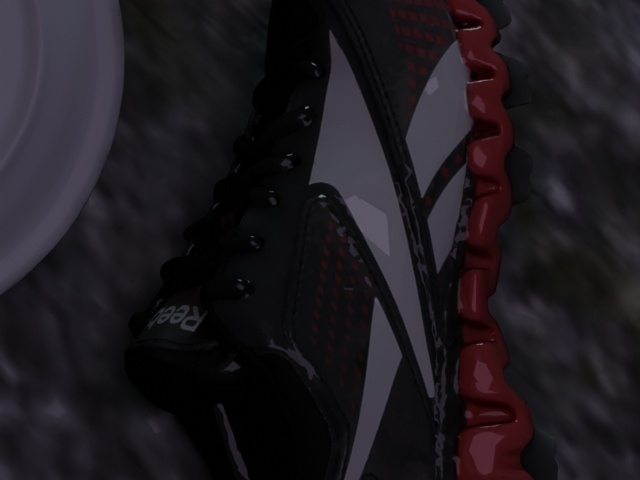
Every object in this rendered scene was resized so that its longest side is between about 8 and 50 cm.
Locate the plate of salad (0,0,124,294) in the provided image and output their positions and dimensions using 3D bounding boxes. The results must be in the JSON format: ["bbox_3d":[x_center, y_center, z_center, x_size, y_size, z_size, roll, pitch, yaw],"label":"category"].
[{"bbox_3d":[-0.164,-0.063,0.538,0.200,0.048,0.200,2,85,-18],"label":"plate of salad"}]

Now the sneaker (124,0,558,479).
[{"bbox_3d":[0.000,0.000,0.561,0.135,0.097,0.276,3,76,-25],"label":"sneaker"}]
